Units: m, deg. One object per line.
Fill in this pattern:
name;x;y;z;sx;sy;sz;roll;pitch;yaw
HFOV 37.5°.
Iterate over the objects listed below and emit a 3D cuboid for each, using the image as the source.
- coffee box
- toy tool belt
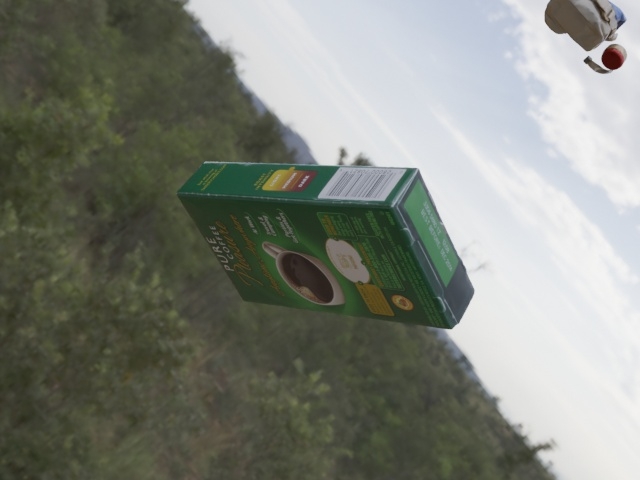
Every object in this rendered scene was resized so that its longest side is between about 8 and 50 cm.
coffee box;0.000;0.000;0.630;0.184;0.040;0.113;4;-43;39
toy tool belt;0.232;-0.185;0.791;0.083;0.051;0.052;45;-35;1
